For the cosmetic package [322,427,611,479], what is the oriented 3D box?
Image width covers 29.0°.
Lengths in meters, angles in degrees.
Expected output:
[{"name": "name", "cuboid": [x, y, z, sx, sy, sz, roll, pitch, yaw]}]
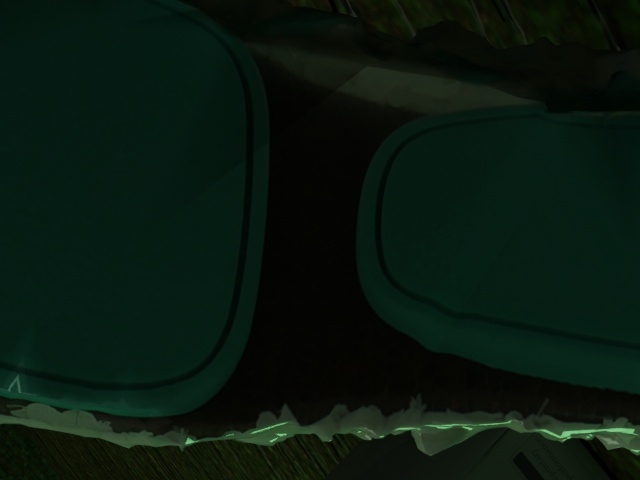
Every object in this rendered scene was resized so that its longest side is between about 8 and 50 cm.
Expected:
[{"name": "cosmetic package", "cuboid": [0.043, 0.218, 0.708, 0.138, 0.224, 0.224, 52, 157, -3]}]

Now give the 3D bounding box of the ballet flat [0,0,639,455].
[{"name": "ballet flat", "cuboid": [0.000, 0.000, 0.385, 0.409, 0.147, 0.147, 11, 150, 2]}]
